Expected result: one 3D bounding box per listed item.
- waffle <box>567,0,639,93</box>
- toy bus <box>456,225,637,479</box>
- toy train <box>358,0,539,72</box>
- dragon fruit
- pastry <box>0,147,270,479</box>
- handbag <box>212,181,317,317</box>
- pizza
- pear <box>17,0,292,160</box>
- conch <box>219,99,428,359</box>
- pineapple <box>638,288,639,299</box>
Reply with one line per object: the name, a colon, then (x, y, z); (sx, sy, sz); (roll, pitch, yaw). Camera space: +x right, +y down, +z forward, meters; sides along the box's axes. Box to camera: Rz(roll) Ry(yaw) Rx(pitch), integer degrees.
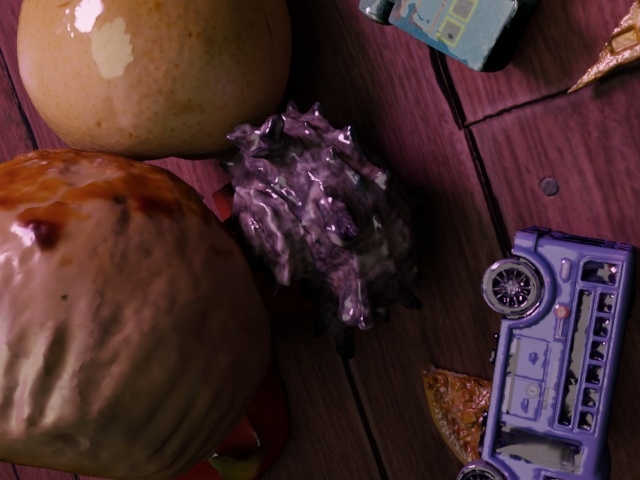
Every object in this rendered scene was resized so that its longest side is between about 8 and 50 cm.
waffle: (0.284, -0.222, 0.571); (0.191, 0.032, 0.125); (-20, 93, 37)
toy bus: (0.220, 0.138, 0.643); (0.133, 0.125, 0.292); (10, 98, 25)
toy train: (0.147, -0.317, 0.596); (0.194, 0.120, 0.298); (35, 123, 16)
dragon fruit: (-0.217, 0.261, 0.968); (0.305, 0.225, 0.306); (9, 107, 33)
pastry: (-0.243, 0.076, 0.701); (0.388, 0.388, 0.313); (0, 66, 37)
handbag: (-0.055, -0.002, 0.874); (0.127, 0.062, 0.190); (-18, 95, 39)
pizza: (0.193, 0.211, 0.762); (0.130, 0.041, 0.178); (-27, 86, 37)
pear: (-0.179, -0.231, 0.750); (0.309, 0.309, 0.310); (11, 110, 34)
conch: (-0.005, -0.006, 0.717); (0.240, 0.186, 0.313); (-3, 137, 38)
pineapple: (0.417, 0.121, 0.510); (0.175, 0.175, 0.361); (-50, 57, 35)
